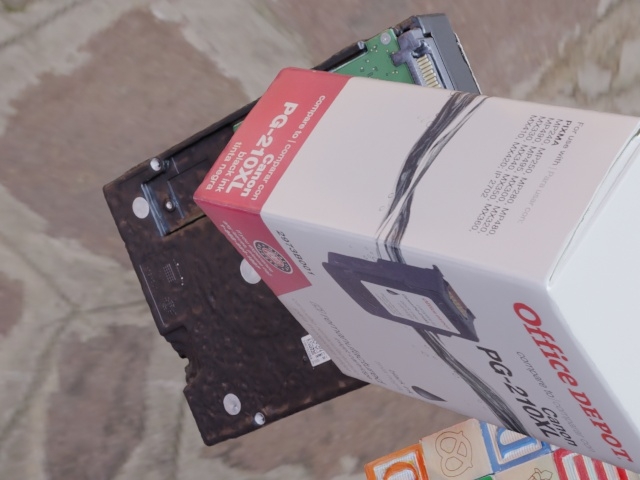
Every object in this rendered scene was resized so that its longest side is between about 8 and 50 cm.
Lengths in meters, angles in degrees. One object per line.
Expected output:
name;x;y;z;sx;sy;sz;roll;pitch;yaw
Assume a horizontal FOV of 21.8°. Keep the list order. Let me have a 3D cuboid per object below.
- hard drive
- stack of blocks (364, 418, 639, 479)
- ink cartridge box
hard drive;0.000;0.000;1.276;0.339;0.064;0.237;-26;85;38
stack of blocks;0.153;0.257;1.065;0.171;0.087;0.297;-25;59;16
ink cartridge box;0.079;0.013;0.844;0.237;0.172;0.100;14;63;44
